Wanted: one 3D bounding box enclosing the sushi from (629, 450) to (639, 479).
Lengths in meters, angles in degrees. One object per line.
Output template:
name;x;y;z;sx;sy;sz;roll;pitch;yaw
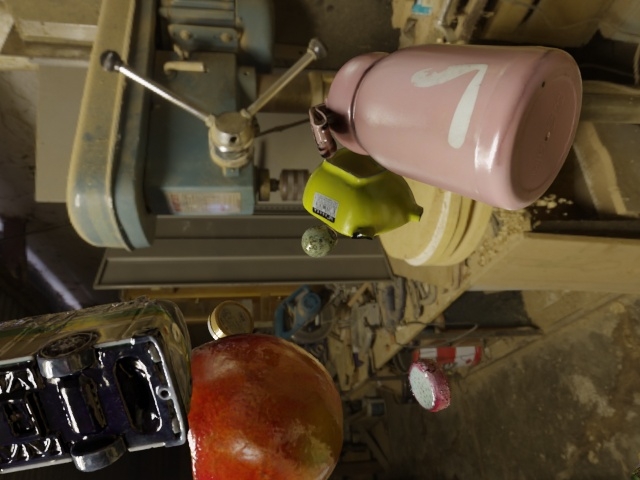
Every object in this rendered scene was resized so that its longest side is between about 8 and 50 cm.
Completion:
sushi;0.349;0.285;0.399;0.171;0.270;0.236;40;107;40

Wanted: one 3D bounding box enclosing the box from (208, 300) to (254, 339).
box;-0.206;0.190;1.035;0.037;0.106;0.105;-44;38;34

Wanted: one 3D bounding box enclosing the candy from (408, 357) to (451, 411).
candy;0.215;0.287;0.890;0.103;0.043;0.103;167;90;-70

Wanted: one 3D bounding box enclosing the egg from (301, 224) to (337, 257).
egg;0.000;0.000;1.179;0.085;0.110;0.085;20;118;43

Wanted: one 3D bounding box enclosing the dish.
dish;0.083;-0.121;0.939;0.262;0.221;0.108;47;151;47

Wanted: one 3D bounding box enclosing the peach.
peach;-0.120;0.359;0.910;0.242;0.381;0.306;35;106;64

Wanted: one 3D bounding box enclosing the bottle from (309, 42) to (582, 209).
bottle;0.130;-0.151;0.560;0.297;0.206;0.173;29;146;42

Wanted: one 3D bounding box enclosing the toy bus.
toy bus;-0.304;0.163;0.531;0.179;0.306;0.143;-101;1;-75
